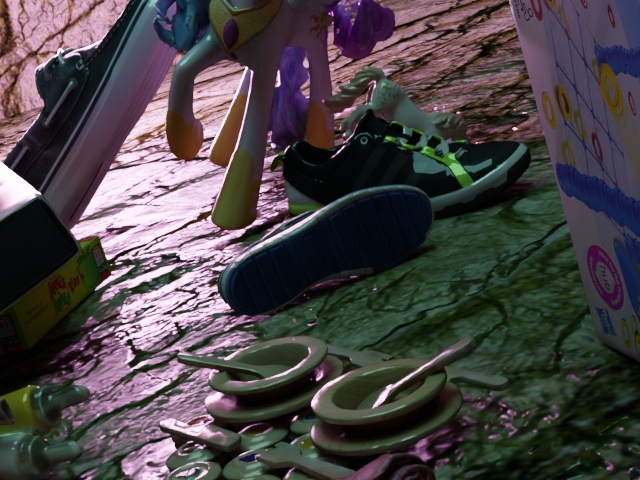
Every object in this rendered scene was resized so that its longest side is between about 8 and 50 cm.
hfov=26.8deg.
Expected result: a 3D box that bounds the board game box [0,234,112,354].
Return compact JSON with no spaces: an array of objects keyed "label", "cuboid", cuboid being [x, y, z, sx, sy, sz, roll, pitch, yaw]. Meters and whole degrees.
[{"label":"board game box","cuboid":[-0.268,0.051,1.207,0.092,0.043,0.181,-11,15,18]}]

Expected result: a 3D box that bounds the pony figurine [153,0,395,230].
[{"label":"pony figurine","cuboid":[-0.028,-0.235,1.358,0.302,0.364,0.351,20,29,20]}]

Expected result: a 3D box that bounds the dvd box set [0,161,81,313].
[{"label":"dvd box set","cuboid":[-0.382,0.044,1.169,0.307,0.062,0.420,-37,19,-10]}]

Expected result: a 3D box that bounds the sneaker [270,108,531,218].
[{"label":"sneaker","cuboid":[0.064,-0.070,1.184,0.234,0.097,0.084,-11,16,19]}]

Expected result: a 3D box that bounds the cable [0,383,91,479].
[{"label":"cable","cuboid":[-0.284,0.154,0.854,0.287,0.072,0.139,-16,26,29]}]

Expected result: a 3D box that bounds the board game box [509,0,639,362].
[{"label":"board game box","cuboid":[0.197,-0.067,0.619,0.086,0.308,0.302,-20,14,-10]}]

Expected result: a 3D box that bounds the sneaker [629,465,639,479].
[{"label":"sneaker","cuboid":[0.142,0.117,0.449,0.234,0.106,0.078,-37,-22,2]}]

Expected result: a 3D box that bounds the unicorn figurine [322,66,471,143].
[{"label":"unicorn figurine","cuboid":[0.084,-0.106,1.312,0.111,0.162,0.060,-51,32,-16]}]

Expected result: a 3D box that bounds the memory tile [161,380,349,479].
[{"label":"memory tile","cuboid":[-0.037,0.120,0.765,0.113,0.012,0.148,-15,14,4]}]

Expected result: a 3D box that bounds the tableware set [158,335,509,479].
[{"label":"tableware set","cuboid":[0.001,0.079,0.771,0.128,0.039,0.194,-26,18,-33]}]

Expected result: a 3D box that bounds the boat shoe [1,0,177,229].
[{"label":"boat shoe","cuboid":[-0.258,-0.152,1.446,0.335,0.119,0.121,-55,-1,20]}]

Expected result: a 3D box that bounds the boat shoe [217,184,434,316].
[{"label":"boat shoe","cuboid":[0.000,0.000,1.061,0.183,0.066,0.066,-21,14,-16]}]

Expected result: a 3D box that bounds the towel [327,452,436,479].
[{"label":"towel","cuboid":[-0.129,0.143,0.588,0.329,0.037,0.237,-13,-7,15]}]
